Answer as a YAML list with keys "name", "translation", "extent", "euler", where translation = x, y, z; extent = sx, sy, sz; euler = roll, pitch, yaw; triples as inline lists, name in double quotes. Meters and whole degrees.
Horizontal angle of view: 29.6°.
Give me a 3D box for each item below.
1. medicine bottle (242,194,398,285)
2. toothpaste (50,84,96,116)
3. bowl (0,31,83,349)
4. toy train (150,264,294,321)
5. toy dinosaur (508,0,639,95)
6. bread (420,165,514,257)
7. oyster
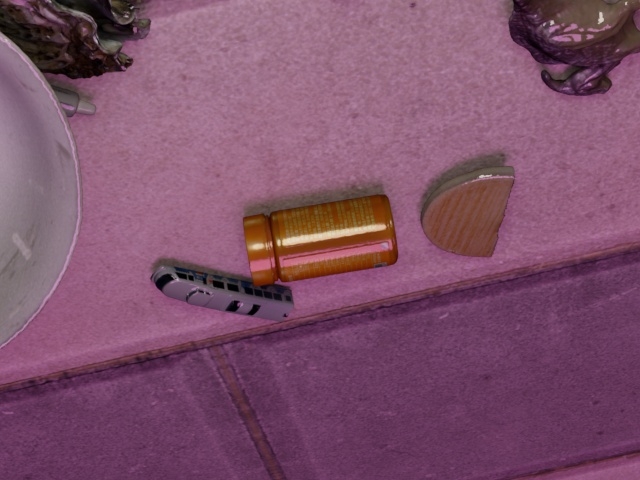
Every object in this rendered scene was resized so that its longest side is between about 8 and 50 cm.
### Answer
- name: "medicine bottle"
  translation: [0.000, 0.000, 1.574]
  extent: [0.192, 0.096, 0.096]
  euler: [-10, 142, 0]
- name: "toothpaste"
  translation: [-0.344, -0.169, 1.340]
  extent: [0.197, 0.029, 0.048]
  euler: [14, 136, -23]
- name: "bowl"
  translation: [-0.467, -0.075, 1.231]
  extent: [0.435, 0.196, 0.435]
  euler: [-6, 115, -13]
- name: "toy train"
  translation: [-0.136, 0.073, 1.676]
  extent: [0.207, 0.047, 0.043]
  euler: [14, 135, -29]
- name: "toy dinosaur"
  translation: [0.299, -0.242, 1.351]
  extent: [0.162, 0.077, 0.294]
  euler: [-26, 140, 20]
- name: "bread"
  translation: [0.188, -0.040, 1.617]
  extent: [0.112, 0.036, 0.193]
  euler: [-1, 145, -3]
- name: "oyster"
  translation: [-0.293, -0.252, 1.200]
  extent: [0.198, 0.112, 0.268]
  euler: [-3, 155, 26]
